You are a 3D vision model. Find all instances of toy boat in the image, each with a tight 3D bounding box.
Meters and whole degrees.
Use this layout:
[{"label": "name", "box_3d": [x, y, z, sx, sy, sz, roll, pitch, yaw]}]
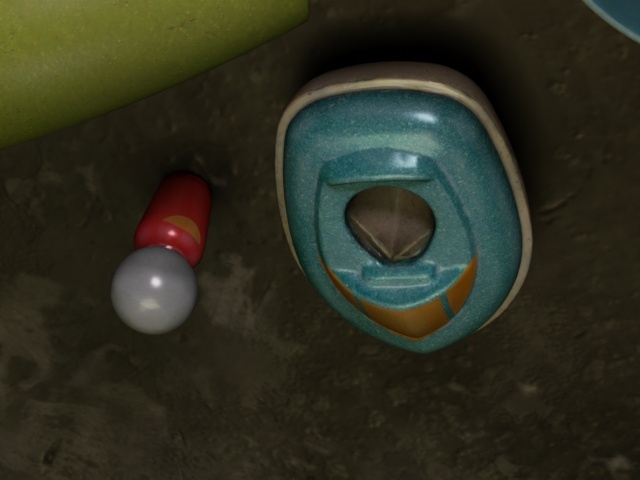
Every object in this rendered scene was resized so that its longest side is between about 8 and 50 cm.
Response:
[{"label": "toy boat", "box_3d": [0.000, 0.000, 1.284, 0.318, 0.148, 0.267, -6, 131, 17]}]

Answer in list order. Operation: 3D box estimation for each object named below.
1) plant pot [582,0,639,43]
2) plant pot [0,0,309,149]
[{"label": "plant pot", "box_3d": [0.263, -0.264, 0.948, 0.290, 0.195, 0.290, 6, 133, 7]}, {"label": "plant pot", "box_3d": [-0.160, -0.189, 1.093, 0.294, 0.274, 0.274, -6, 132, -1]}]
